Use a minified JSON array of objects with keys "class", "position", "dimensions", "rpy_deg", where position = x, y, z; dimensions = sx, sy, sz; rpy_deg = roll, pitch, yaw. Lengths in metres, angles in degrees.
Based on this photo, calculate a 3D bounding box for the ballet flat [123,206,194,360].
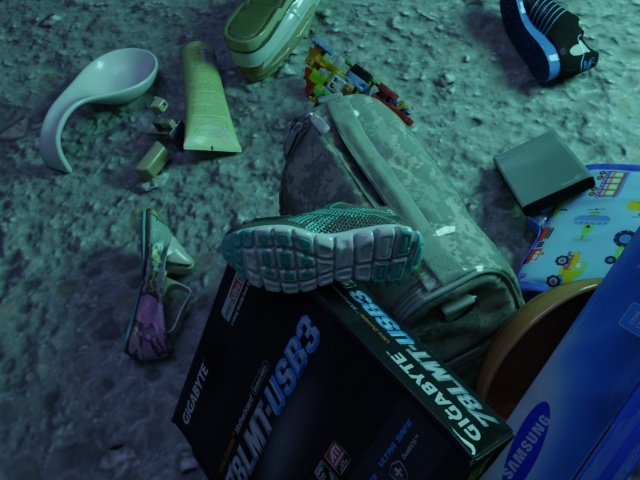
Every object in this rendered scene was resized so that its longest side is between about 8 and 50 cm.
[{"class":"ballet flat","position":[-0.213,0.057,0.835],"dimensions":[0.079,0.077,0.221],"rpy_deg":[4,59,-10]}]

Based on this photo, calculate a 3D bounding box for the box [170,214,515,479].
[{"class":"box","position":[-0.014,0.176,0.591],"dimensions":[0.073,0.295,0.293],"rpy_deg":[-10,45,-46]}]

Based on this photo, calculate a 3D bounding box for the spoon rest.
[{"class":"spoon rest","position":[-0.384,-0.245,1.060],"dimensions":[0.137,0.084,0.276],"rpy_deg":[16,60,19]}]

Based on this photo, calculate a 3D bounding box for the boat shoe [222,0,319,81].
[{"class":"boat shoe","position":[-0.068,-0.413,1.112],"dimensions":[0.113,0.103,0.302],"rpy_deg":[24,63,23]}]

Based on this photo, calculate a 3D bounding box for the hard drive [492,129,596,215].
[{"class":"hard drive","position":[0.299,-0.093,0.837],"dimensions":[0.094,0.022,0.135],"rpy_deg":[-25,34,13]}]

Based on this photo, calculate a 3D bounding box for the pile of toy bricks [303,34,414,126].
[{"class":"pile of toy bricks","position":[0.035,-0.226,0.977],"dimensions":[0.212,0.118,0.105],"rpy_deg":[42,103,21]}]

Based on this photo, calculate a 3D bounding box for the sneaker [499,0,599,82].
[{"class":"sneaker","position":[0.371,-0.355,1.018],"dimensions":[0.090,0.081,0.232],"rpy_deg":[-12,61,-3]}]

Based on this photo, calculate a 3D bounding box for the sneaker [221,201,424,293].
[{"class":"sneaker","position":[0.000,0.000,0.527],"dimensions":[0.166,0.065,0.076],"rpy_deg":[1,30,-9]}]

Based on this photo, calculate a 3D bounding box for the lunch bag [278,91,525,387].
[{"class":"lunch bag","position":[0.080,0.008,0.700],"dimensions":[0.212,0.256,0.305],"rpy_deg":[-23,54,-7]}]

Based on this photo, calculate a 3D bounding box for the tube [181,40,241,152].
[{"class":"tube","position":[-0.196,-0.237,1.040],"dimensions":[0.070,0.062,0.240],"rpy_deg":[-24,55,13]}]

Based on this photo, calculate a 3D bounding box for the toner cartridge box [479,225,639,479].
[{"class":"toner cartridge box","position":[0.290,0.102,0.562],"dimensions":[0.075,0.165,0.348],"rpy_deg":[37,96,44]}]

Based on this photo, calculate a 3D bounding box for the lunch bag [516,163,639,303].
[{"class":"lunch bag","position":[0.386,0.014,0.737],"dimensions":[0.293,0.138,0.221],"rpy_deg":[20,63,32]}]

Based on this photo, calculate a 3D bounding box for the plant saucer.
[{"class":"plant saucer","position":[0.238,0.117,0.638],"dimensions":[0.200,0.200,0.037],"rpy_deg":[-28,40,-10]}]

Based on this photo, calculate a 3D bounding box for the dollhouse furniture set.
[{"class":"dollhouse furniture set","position":[-0.285,-0.161,0.995],"dimensions":[0.081,0.091,0.114],"rpy_deg":[11,60,35]}]
